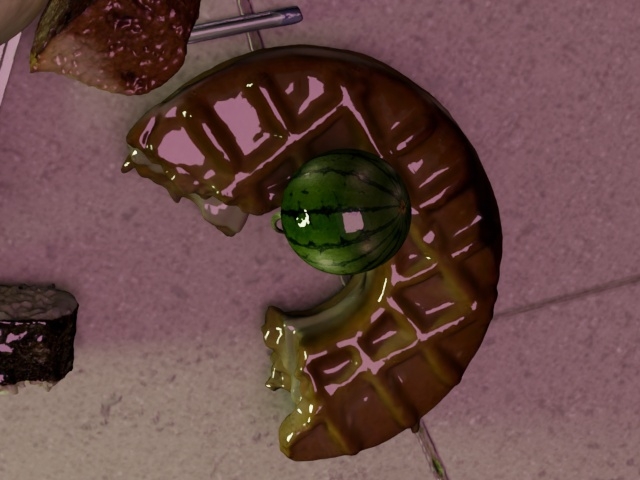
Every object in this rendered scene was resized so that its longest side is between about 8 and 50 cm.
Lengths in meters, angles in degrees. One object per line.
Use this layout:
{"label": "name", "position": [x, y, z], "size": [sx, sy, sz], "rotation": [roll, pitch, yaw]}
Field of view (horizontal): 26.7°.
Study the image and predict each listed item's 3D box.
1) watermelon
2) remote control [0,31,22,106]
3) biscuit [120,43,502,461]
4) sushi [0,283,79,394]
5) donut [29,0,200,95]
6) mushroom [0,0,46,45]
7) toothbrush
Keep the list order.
{"label": "watermelon", "position": [0.014, -0.022, 1.015], "size": [0.109, 0.109, 0.109], "rotation": [-3, 108, -11]}
{"label": "remote control", "position": [-0.288, -0.131, 1.075], "size": [0.077, 0.022, 0.245], "rotation": [16, 103, -14]}
{"label": "biscuit", "position": [0.020, -0.001, 1.133], "size": [0.268, 0.115, 0.366], "rotation": [-29, 112, -1]}
{"label": "sushi", "position": [-0.276, 0.078, 1.108], "size": [0.150, 0.090, 0.078], "rotation": [5, 110, -15]}
{"label": "donut", "position": [-0.102, -0.241, 1.025], "size": [0.295, 0.151, 0.112], "rotation": [-43, 125, 17]}
{"label": "mushroom", "position": [-0.314, -0.171, 0.884], "size": [0.315, 0.315, 0.356], "rotation": [-40, 81, 2]}
{"label": "toothbrush", "position": [-0.121, -0.165, 1.101], "size": [0.219, 0.019, 0.016], "rotation": [-13, 111, -8]}
